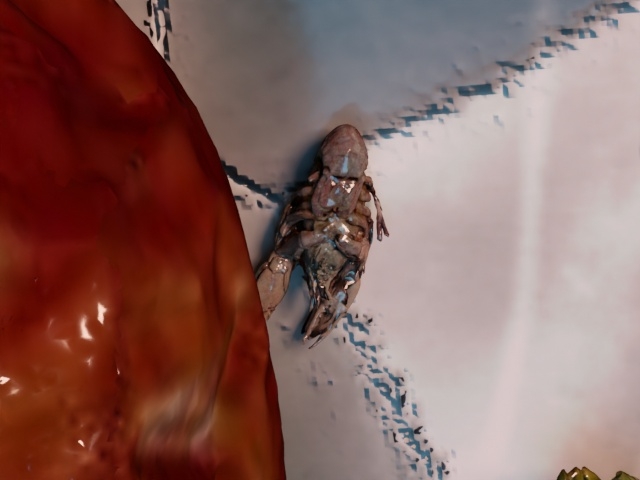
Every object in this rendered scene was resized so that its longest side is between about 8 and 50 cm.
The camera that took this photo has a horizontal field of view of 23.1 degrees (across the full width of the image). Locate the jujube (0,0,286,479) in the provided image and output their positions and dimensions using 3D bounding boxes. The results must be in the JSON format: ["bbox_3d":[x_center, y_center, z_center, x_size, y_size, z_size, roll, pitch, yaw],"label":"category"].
[{"bbox_3d":[-0.147,0.088,0.481,0.277,0.276,0.376,-1,118,5],"label":"jujube"}]

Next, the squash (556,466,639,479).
[{"bbox_3d":[0.186,0.210,0.593,0.094,0.094,0.341,-40,104,16],"label":"squash"}]

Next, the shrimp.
[{"bbox_3d":[0.002,0.003,0.566,0.038,0.029,0.092,22,115,-12],"label":"shrimp"}]
